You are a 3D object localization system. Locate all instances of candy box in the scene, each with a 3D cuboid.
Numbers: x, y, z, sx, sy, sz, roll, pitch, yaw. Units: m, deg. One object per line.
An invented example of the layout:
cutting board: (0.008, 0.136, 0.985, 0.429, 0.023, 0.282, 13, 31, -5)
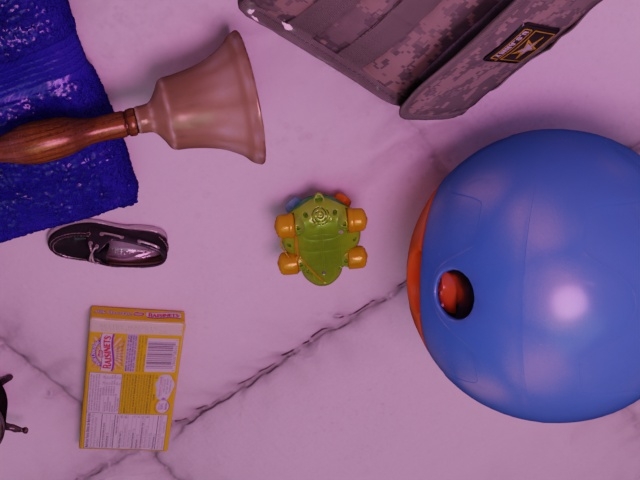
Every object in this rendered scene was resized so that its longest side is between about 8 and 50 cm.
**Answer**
candy box: (-0.216, 0.162, 1.440, 0.105, 0.027, 0.206, 6, 127, -10)

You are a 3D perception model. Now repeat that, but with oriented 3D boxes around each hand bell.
hand bell: (-0.181, -0.107, 1.149, 0.242, 0.126, 0.126, -12, 129, -9)

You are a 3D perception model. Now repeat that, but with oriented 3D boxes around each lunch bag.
lunch bag: (0.108, -0.237, 1.077, 0.287, 0.169, 0.235, 29, 129, -28)

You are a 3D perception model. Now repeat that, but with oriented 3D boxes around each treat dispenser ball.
treat dispenser ball: (0.228, 0.035, 1.238, 0.288, 0.288, 0.288, -4, 129, -5)

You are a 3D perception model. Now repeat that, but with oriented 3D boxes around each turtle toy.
turtle toy: (0.000, 0.000, 1.319, 0.095, 0.066, 0.130, -5, 129, -3)

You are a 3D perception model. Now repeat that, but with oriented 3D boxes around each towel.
towel: (-0.316, -0.126, 1.166, 0.227, 0.076, 0.308, -14, 129, 4)

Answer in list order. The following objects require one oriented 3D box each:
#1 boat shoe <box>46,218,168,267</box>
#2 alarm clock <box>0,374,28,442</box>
boat shoe: (-0.220, 0.008, 1.310, 0.125, 0.038, 0.046, 4, 127, -12)
alarm clock: (-0.435, 0.193, 1.409, 0.192, 0.064, 0.129, -14, 129, 0)
